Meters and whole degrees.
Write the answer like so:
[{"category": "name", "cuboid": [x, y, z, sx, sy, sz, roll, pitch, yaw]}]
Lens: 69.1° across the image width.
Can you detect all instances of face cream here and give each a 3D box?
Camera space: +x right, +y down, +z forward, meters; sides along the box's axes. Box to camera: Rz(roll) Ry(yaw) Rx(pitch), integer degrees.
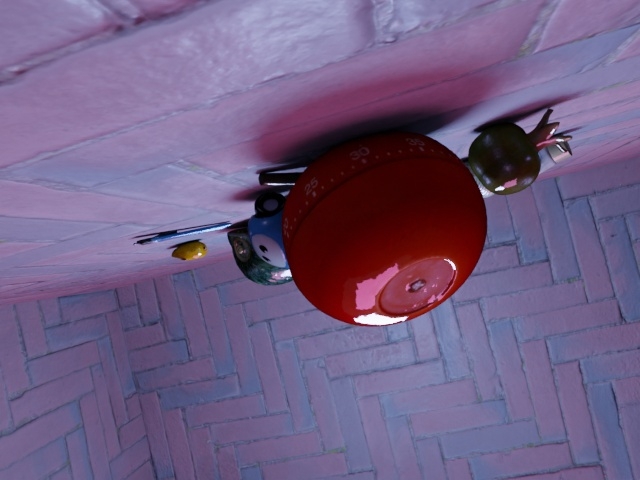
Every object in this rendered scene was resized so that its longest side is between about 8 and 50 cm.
[{"category": "face cream", "cuboid": [0.606, -0.230, 1.360, 0.070, 0.114, 0.224, 23, 143, -39]}]

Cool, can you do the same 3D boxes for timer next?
[{"category": "timer", "cuboid": [0.119, -0.011, 0.866, 0.377, 0.279, 0.378, -12, 138, -11]}]

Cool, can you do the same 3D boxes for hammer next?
[{"category": "hammer", "cuboid": [0.047, -0.135, 0.975, 0.364, 0.044, 0.111, -5, -149, -26]}]

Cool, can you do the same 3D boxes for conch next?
[{"category": "conch", "cuboid": [0.455, -0.190, 1.375, 0.153, 0.102, 0.135, 34, 162, -21]}]

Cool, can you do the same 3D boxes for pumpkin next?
[{"category": "pumpkin", "cuboid": [-0.164, 0.050, 1.636, 0.292, 0.197, 0.263, 7, -162, 41]}]

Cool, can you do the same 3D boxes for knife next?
[{"category": "knife", "cuboid": [-0.407, -0.023, 1.394, 0.296, 0.026, 0.044, -15, -179, -31]}]

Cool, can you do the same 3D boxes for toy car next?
[{"category": "toy car", "cuboid": [-0.045, -0.012, 1.126, 0.254, 0.190, 0.189, -10, 141, -6]}]

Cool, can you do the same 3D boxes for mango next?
[{"category": "mango", "cuboid": [-0.500, 0.040, 1.768, 0.187, 0.066, 0.101, -9, -172, 39]}]

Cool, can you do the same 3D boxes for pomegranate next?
[{"category": "pomegranate", "cuboid": [0.409, -0.188, 0.965, 0.191, 0.152, 0.131, -39, 159, 28]}]

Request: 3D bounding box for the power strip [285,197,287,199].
[{"category": "power strip", "cuboid": [-0.008, -0.110, 1.274, 0.253, 0.054, 0.167, -13, 174, -7]}]
